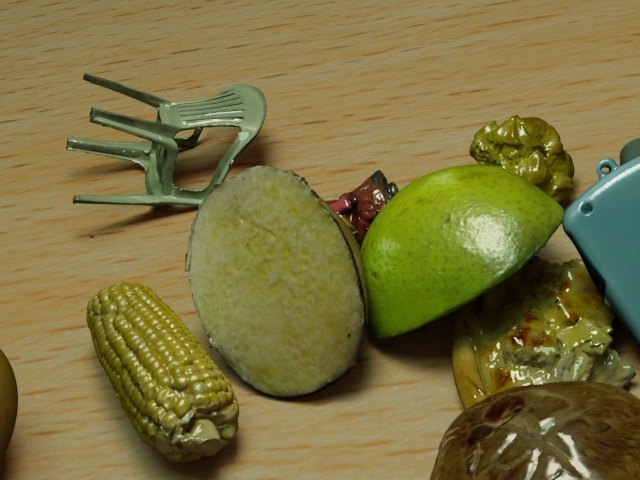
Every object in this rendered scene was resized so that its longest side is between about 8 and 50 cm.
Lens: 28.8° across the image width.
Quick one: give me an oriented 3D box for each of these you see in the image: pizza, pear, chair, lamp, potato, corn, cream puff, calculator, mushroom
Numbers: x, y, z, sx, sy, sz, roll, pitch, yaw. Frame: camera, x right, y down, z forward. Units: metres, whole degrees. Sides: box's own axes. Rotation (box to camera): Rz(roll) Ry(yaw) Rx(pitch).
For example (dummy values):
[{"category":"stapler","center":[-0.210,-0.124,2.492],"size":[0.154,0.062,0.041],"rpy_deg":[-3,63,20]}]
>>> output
[{"category":"pizza","center":[0.270,0.104,1.522],"size":[0.223,0.089,0.323],"rpy_deg":[-5,39,17]},{"category":"pear","center":[0.174,-0.007,1.555],"size":[0.288,0.139,0.239],"rpy_deg":[-39,18,-18]},{"category":"chair","center":[-0.241,-0.161,1.947],"size":[0.275,0.190,0.203],"rpy_deg":[6,32,-22]},{"category":"lamp","center":[0.000,0.000,1.719],"size":[0.253,0.118,0.118],"rpy_deg":[-27,35,12]},{"category":"potato","center":[-0.045,0.056,1.607],"size":[0.239,0.116,0.299],"rpy_deg":[-31,76,18]},{"category":"corn","center":[-0.203,0.158,1.563],"size":[0.130,0.130,0.347],"rpy_deg":[-25,38,-14]},{"category":"cream puff","center":[0.286,-0.112,1.751],"size":[0.121,0.156,0.156],"rpy_deg":[-33,37,5]},{"category":"calculator","center":[0.405,0.029,1.444],"size":[0.173,0.293,0.051],"rpy_deg":[-34,-4,9]},{"category":"mushroom","center":[0.237,0.247,1.297],"size":[0.278,0.146,0.278],"rpy_deg":[-14,32,9]}]

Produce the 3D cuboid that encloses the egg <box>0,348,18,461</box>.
[{"category":"egg","center":[-0.501,0.227,1.470],"size":[0.250,0.250,0.322],"rpy_deg":[15,37,33]}]

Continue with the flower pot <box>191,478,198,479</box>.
[{"category":"flower pot","center":[-0.152,0.374,1.204],"size":[0.190,0.239,0.209],"rpy_deg":[-25,68,-17]}]

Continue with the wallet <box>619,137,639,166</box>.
[{"category":"wallet","center":[0.515,-0.028,1.605],"size":[0.252,0.083,0.360],"rpy_deg":[-1,36,12]}]
